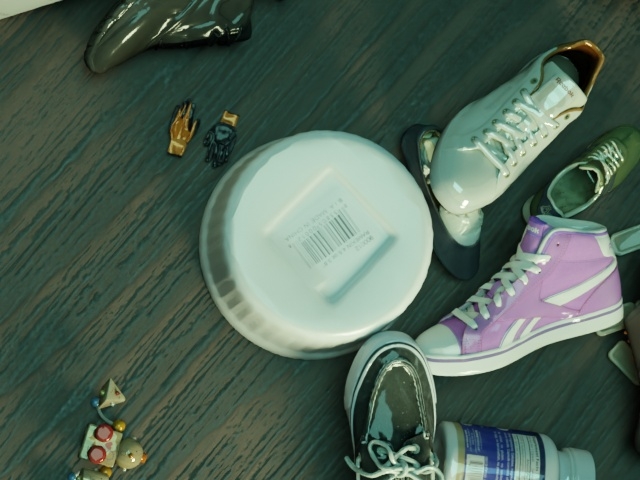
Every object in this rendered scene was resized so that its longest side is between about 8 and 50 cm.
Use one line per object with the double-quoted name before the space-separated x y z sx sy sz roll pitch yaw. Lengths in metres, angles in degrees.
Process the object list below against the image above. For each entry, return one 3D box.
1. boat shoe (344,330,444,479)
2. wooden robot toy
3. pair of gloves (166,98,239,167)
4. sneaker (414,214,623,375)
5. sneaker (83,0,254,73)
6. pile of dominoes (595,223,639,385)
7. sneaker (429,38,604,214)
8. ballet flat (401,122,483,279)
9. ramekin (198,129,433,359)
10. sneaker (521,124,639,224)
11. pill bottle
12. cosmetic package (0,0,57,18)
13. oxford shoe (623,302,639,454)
"boat shoe" 0.083 0.262 1.851 0.113 0.105 0.306 5 102 -14
"wooden robot toy" -0.239 0.252 1.862 0.079 0.076 0.173 19 80 -19
"pair of gloves" -0.144 -0.130 1.952 0.083 0.010 0.074 16 79 -11
"sneaker" 0.226 0.054 1.927 0.282 0.102 0.161 -20 115 -18
"sneaker" -0.153 -0.275 1.925 0.286 0.109 0.130 -36 100 -9
"pile of dominoes" 0.457 0.065 2.038 0.251 0.040 0.196 -18 88 -4
"sneaker" 0.239 -0.151 1.930 0.106 0.123 0.290 45 61 -6
"ballet flat" 0.156 -0.051 1.963 0.074 0.074 0.203 -20 87 -12
"ramekin" 0.000 0.000 1.900 0.277 0.135 0.277 1 83 -10
"sneaker" 0.341 -0.080 1.996 0.192 0.086 0.064 -37 91 -12
"pill bottle" 0.226 0.281 1.919 0.186 0.112 0.112 9 82 -10
"cosmetic package" -0.335 -0.486 1.748 0.329 0.327 0.394 -15 85 17
"oxford shoe" 0.421 0.139 1.981 0.098 0.097 0.271 15 91 29
